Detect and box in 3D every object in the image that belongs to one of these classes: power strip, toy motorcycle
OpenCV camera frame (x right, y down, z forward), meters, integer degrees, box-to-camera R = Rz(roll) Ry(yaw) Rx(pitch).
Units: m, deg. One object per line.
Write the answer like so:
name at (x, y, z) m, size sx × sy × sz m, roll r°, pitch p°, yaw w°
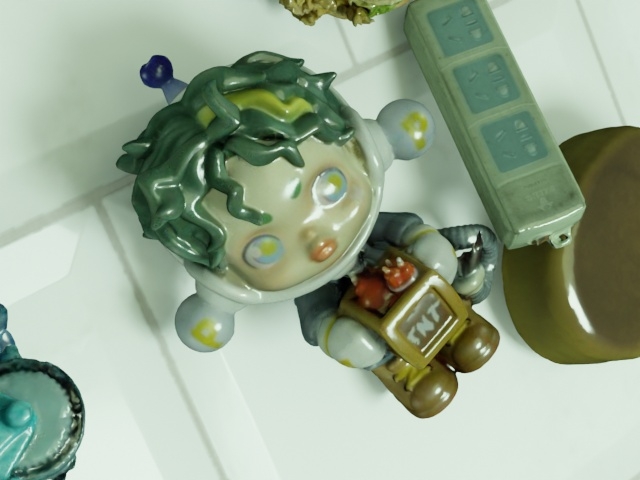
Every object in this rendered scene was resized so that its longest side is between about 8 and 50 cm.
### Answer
power strip at (0.153, -0.116, 1.219) m, size 0.078 × 0.052 × 0.272 m, roll -20°, pitch 75°, yaw -9°
toy motorcycle at (-0.297, 0.156, 0.934) m, size 0.206 × 0.154 × 0.260 m, roll 37°, pitch 71°, yaw 0°

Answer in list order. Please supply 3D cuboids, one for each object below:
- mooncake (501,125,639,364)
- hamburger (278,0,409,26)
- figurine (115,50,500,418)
mooncake at (0.279, 0.005, 1.310) m, size 0.235 × 0.117 × 0.235 m, roll 3°, pitch 83°, yaw -29°
hamburger at (0.023, -0.311, 1.165) m, size 0.243 × 0.146 × 0.286 m, roll 45°, pitch 67°, yaw -14°
figurine at (-0.002, 0.003, 1.102) m, size 0.382 × 0.186 × 0.261 m, roll 45°, pitch 76°, yaw -28°
